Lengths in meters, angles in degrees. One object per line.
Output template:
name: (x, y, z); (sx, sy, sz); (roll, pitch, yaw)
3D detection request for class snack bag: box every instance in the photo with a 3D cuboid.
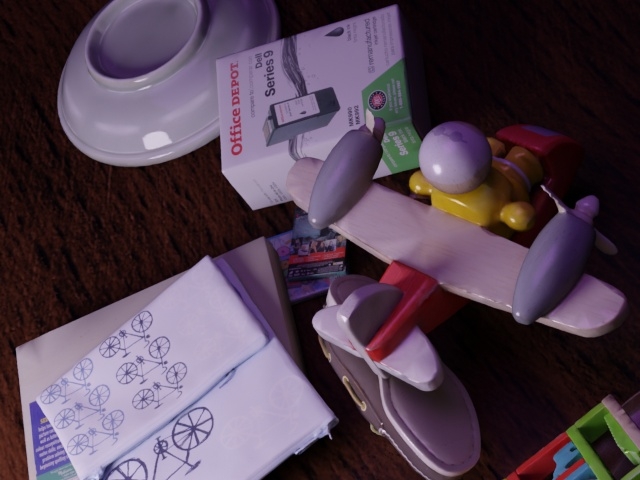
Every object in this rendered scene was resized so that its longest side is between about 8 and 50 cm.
snack bag: (-0.183, 0.219, 1.889); (0.323, 0.037, 0.342); (-38, 51, 0)

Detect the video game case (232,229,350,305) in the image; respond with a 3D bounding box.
video game case: (-0.042, 0.038, 2.037); (0.166, 0.015, 0.119); (-19, 52, 14)

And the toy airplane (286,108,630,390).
toy airplane: (0.149, -0.013, 1.749); (0.386, 0.272, 0.384); (-7, 39, 4)

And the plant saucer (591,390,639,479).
plant saucer: (0.394, 0.239, 1.581); (0.310, 0.050, 0.310); (-39, 13, 11)

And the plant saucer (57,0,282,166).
plant saucer: (-0.260, -0.306, 2.325); (0.400, 0.100, 0.400); (-12, 54, 17)

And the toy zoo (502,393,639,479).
toy zoo: (0.243, 0.304, 1.625); (0.293, 0.030, 0.192); (-40, 14, 6)

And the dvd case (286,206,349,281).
dvd case: (0.000, 0.000, 2.024); (0.087, 0.013, 0.119); (-9, 56, 21)

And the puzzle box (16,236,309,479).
puzzle box: (-0.221, 0.187, 1.985); (0.409, 0.052, 0.272); (-24, 53, 12)

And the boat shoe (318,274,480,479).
boat shoe: (0.092, 0.185, 1.820); (0.117, 0.096, 0.324); (-8, 46, -30)

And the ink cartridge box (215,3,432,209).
ink cartridge box: (0.004, -0.188, 2.093); (0.289, 0.121, 0.211); (-15, 58, 16)
